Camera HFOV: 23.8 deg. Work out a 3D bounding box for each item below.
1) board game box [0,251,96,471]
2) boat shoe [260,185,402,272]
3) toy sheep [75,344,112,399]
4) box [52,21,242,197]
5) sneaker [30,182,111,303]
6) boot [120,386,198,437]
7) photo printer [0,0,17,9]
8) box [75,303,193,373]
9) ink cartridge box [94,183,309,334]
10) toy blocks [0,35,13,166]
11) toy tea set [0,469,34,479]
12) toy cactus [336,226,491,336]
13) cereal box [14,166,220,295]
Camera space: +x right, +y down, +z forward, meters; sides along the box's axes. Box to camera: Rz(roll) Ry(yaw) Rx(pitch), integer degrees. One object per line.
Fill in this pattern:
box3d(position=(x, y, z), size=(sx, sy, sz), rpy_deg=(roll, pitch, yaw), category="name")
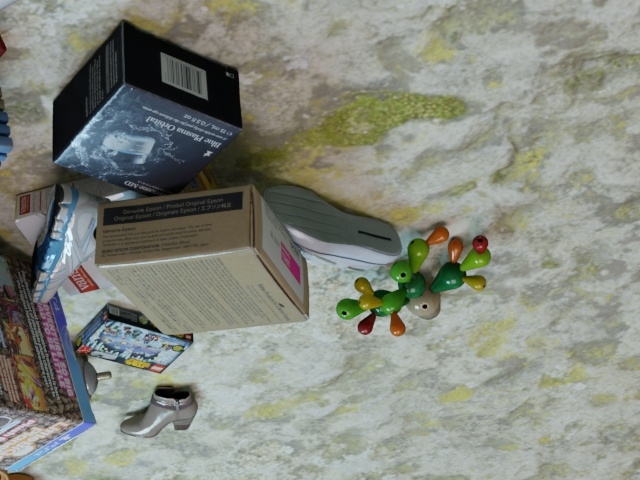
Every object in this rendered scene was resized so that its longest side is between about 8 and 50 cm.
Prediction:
box3d(position=(-0.440, 0.133, 1.834), size=(0.141, 0.232, 0.291), rpy_deg=(-31, 153, 21), category="board game box")
box3d(position=(0.000, 0.000, 1.917), size=(0.226, 0.083, 0.076), rpy_deg=(21, 134, -34), category="boat shoe")
box3d(position=(-0.356, 0.193, 2.115), size=(0.132, 0.091, 0.091), rpy_deg=(-12, 144, 6), category="toy sheep")
box3d(position=(-0.194, -0.138, 1.692), size=(0.156, 0.093, 0.158), rpy_deg=(20, 137, -32), category="box")
box3d(position=(-0.297, 0.013, 1.821), size=(0.083, 0.071, 0.191), rpy_deg=(7, 138, -22), category="sneaker")
box3d(position=(-0.241, 0.252, 2.259), size=(0.118, 0.042, 0.087), rpy_deg=(-4, 137, -6), category="boot")
box3d(position=(-0.201, -0.295, 1.265), size=(0.256, 0.307, 0.107), rpy_deg=(-16, 111, 47), category="photo printer")
box3d(position=(-0.258, 0.138, 2.107), size=(0.137, 0.027, 0.094), rpy_deg=(18, 138, -30), category="box")
box3d(position=(-0.134, 0.028, 1.800), size=(0.193, 0.088, 0.235), rpy_deg=(-7, 154, 13), category="ink cartridge box")
box3d(position=(-0.456, -0.126, 1.623), size=(0.261, 0.191, 0.381), rpy_deg=(5, 144, -35), category="toy blocks")
box3d(position=(-0.526, 0.443, 2.391), size=(0.200, 0.124, 0.336), rpy_deg=(-12, 144, 7), category="toy tea set")
box3d(position=(0.136, 0.071, 2.028), size=(0.219, 0.112, 0.180), rpy_deg=(-32, 156, 3), category="toy cactus")
box3d(position=(-0.235, -0.018, 1.883), size=(0.240, 0.047, 0.173), rpy_deg=(-15, 142, 10), category="cereal box")
